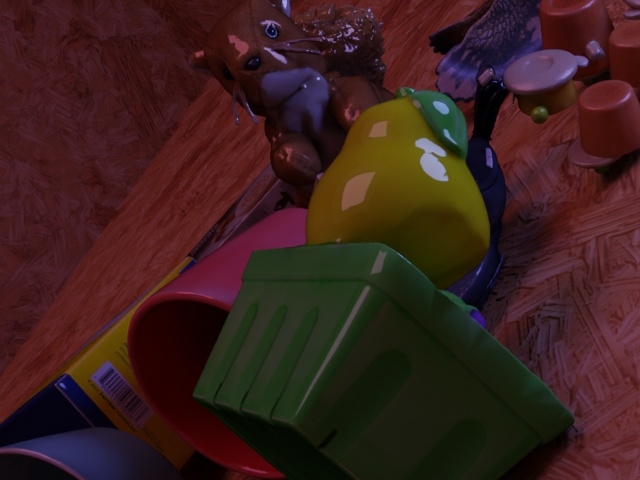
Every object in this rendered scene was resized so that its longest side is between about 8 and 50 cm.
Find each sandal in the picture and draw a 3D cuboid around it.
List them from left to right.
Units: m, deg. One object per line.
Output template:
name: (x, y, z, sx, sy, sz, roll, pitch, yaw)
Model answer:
sandal: (0.173, 0.034, 1.486, 0.097, 0.054, 0.254, -31, 13, 28)

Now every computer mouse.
computer mouse: (0.188, -0.097, 1.476, 0.262, 0.060, 0.184, -55, -26, -69)

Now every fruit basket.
fruit basket: (0.072, 0.058, 1.253, 0.392, 0.283, 0.392, -43, 16, 16)

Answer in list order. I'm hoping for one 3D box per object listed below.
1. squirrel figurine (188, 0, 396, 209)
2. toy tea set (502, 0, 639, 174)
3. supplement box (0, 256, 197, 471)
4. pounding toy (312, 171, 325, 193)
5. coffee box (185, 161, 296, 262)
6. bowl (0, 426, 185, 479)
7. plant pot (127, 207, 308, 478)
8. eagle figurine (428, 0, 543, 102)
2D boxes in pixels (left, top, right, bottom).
squirrel figurine: (-0.011, -0.202, 1.911, 0.281, 0.370, 0.397, -43, 16, 20)
toy tea set: (0.327, -0.185, 1.526, 0.200, 0.124, 0.336, 0, 40, 30)
supplement box: (-0.252, 0.213, 1.787, 0.194, 0.195, 0.356, -37, 7, 35)
pounding toy: (0.092, -0.022, 1.710, 0.206, 0.094, 0.181, -19, -34, -24)
coffee box: (-0.111, -0.016, 2.247, 0.246, 0.098, 0.141, -48, 16, 3)
bowl: (-0.258, 0.344, 1.529, 0.311, 0.312, 0.163, -36, -1, 37)
plant pot: (-0.056, 0.105, 1.571, 0.275, 0.275, 0.243, -33, 13, 44)
eagle figurine: (0.281, -0.359, 1.934, 0.226, 0.225, 0.298, -11, -53, -44)
